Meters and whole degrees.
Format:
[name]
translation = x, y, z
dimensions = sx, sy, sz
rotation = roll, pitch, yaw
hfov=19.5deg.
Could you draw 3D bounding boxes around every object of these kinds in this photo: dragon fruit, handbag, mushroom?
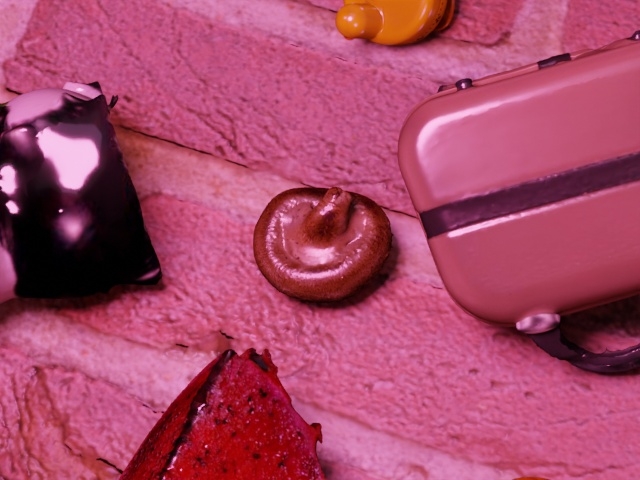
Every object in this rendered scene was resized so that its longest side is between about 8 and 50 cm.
[dragon fruit]
translation = -0.098, 0.221, 1.550
dimensions = 0.189, 0.163, 0.261
rotation = 0, 53, 40
[handbag]
translation = 0.235, -0.024, 1.614
dimensions = 0.302, 0.149, 0.283
rotation = -14, 91, 5
[mushroom]
translation = 0.002, 0.000, 1.690
dimensions = 0.126, 0.085, 0.109
rotation = 17, 100, 13

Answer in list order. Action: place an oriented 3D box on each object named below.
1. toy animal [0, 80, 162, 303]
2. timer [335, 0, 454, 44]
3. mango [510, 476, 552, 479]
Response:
[toy animal]
translation = -0.293, -0.039, 1.676
dimensions = 0.267, 0.212, 0.212
rotation = -11, 60, -7
[timer]
translation = 0.067, -0.240, 1.798
dimensions = 0.107, 0.109, 0.107
rotation = 4, 97, 33
[mango]
translation = 0.190, 0.270, 1.523
dimensions = 0.105, 0.084, 0.159
rotation = -17, 80, -21
